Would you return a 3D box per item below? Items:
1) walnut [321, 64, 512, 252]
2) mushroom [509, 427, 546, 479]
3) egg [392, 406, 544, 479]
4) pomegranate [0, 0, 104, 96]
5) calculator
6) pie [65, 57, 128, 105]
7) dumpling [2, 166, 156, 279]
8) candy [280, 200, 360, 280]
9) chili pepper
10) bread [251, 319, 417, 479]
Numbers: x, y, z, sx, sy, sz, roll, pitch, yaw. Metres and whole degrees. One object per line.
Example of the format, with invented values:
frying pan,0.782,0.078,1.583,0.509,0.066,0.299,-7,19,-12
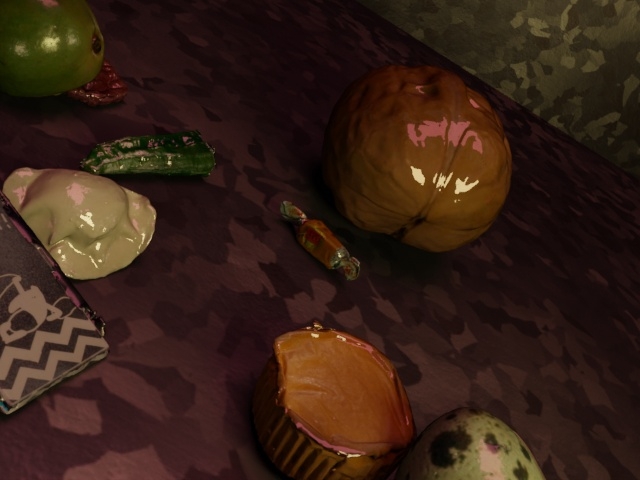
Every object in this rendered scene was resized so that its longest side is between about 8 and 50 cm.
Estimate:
walnut,0.183,-0.164,1.178,0.354,0.308,0.397,22,36,-20
mushroom,0.252,0.334,0.777,0.096,0.108,0.247,-25,51,-7
egg,0.152,0.285,0.638,0.177,0.227,0.177,3,4,0
pomegranate,-0.450,-0.343,0.958,0.190,0.159,0.241,-30,55,-26
calculator,-0.347,0.036,0.645,0.274,0.028,0.166,52,29,4
pie,-0.410,-0.283,1.072,0.154,0.038,0.153,24,35,-18
dumpling,-0.302,-0.017,0.773,0.169,0.100,0.133,25,63,-54
candy,0.000,0.000,1.039,0.182,0.053,0.046,43,32,20
chili pepper,-0.269,-0.125,0.966,0.227,0.059,0.088,-19,63,-49
bread,0.013,0.200,0.736,0.199,0.104,0.199,20,32,-13
